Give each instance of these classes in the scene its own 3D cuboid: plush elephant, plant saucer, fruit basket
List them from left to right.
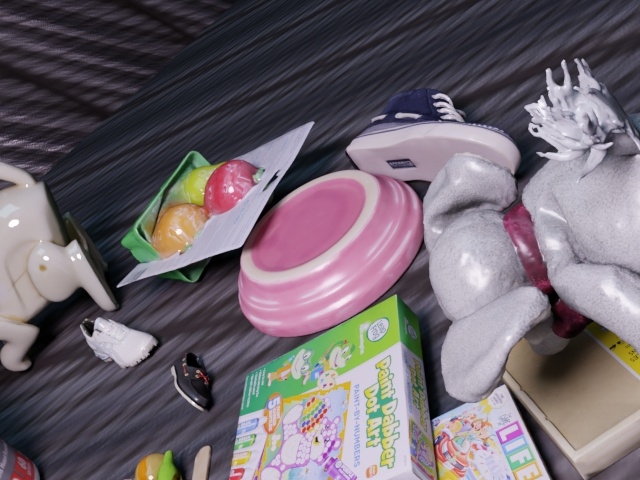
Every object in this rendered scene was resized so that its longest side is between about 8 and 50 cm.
[{"bbox_3d":[-0.185,-0.054,1.259,0.353,0.165,0.327,-13,37,37],"label":"fruit basket"},{"bbox_3d":[0.000,0.000,1.086,0.332,0.084,0.332,-25,32,18],"label":"plant saucer"},{"bbox_3d":[0.215,0.024,0.605,0.255,0.330,0.271,-35,32,40],"label":"plush elephant"}]

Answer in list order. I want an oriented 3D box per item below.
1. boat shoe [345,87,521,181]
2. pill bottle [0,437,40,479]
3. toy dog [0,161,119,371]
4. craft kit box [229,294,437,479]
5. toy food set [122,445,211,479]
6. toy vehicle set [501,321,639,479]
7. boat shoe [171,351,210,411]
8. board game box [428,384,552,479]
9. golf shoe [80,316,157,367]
[{"bbox_3d":[0.191,-0.177,1.091,0.341,0.127,0.158,10,59,51],"label":"boat shoe"},{"bbox_3d":[-0.601,0.314,0.978,0.210,0.362,0.210,-26,32,17],"label":"pill bottle"},{"bbox_3d":[-0.663,0.085,1.358,0.408,0.395,0.284,-32,38,-10],"label":"toy dog"},{"bbox_3d":[0.007,0.210,0.787,0.247,0.061,0.249,-29,31,21],"label":"craft kit box"},{"bbox_3d":[-0.234,0.338,0.894,0.192,0.038,0.132,-28,31,14],"label":"toy food set"},{"bbox_3d":[0.316,0.095,0.676,0.267,0.035,0.166,-35,30,3],"label":"toy vehicle set"},{"bbox_3d":[-0.188,0.206,1.021,0.042,0.049,0.133,-47,26,-2],"label":"boat shoe"},{"bbox_3d":[0.161,0.222,0.665,0.104,0.026,0.154,-29,31,11],"label":"board game box"},{"bbox_3d":[-0.362,0.173,1.211,0.176,0.086,0.069,-5,41,40],"label":"golf shoe"}]
